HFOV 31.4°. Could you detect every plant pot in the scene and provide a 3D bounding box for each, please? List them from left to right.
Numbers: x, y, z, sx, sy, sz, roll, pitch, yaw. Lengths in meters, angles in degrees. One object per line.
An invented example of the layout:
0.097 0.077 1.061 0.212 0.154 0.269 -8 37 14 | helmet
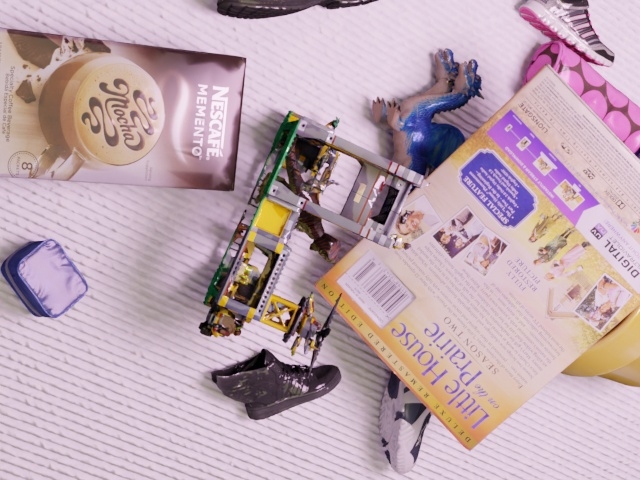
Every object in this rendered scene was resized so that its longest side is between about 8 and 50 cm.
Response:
0.417 0.096 1.636 0.239 0.254 0.254 35 84 -40 | plant pot

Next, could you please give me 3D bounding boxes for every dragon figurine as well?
0.143 -0.120 1.549 0.144 0.085 0.289 2 97 -24 | dragon figurine

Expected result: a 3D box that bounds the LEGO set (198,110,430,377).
0.000 0.000 1.417 0.192 0.255 0.331 24 81 -9 | LEGO set

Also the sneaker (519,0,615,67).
0.367 -0.312 1.627 0.170 0.063 0.075 31 92 -20 | sneaker

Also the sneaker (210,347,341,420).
-0.057 0.183 1.533 0.170 0.051 0.089 -23 112 -15 | sneaker

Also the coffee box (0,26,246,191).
-0.251 -0.153 1.350 0.297 0.119 0.168 2 98 -24 | coffee box

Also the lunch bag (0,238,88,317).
-0.334 0.049 1.380 0.067 0.065 0.098 -41 112 -29 | lunch bag

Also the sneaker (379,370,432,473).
0.171 0.214 1.616 0.153 0.094 0.235 2 88 -16 | sneaker

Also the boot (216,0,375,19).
-0.031 -0.371 1.442 0.246 0.083 0.161 -13 98 -27 | boot

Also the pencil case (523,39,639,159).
0.382 -0.195 1.643 0.209 0.095 0.098 34 100 -23 | pencil case

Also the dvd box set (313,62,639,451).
0.243 0.027 1.474 0.420 0.062 0.307 -45 87 13 | dvd box set
